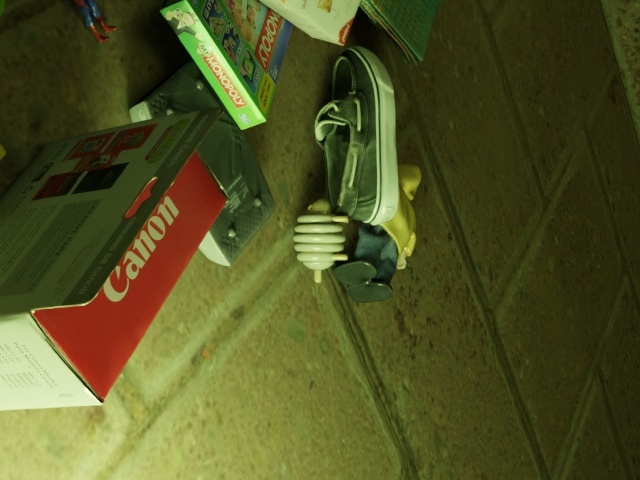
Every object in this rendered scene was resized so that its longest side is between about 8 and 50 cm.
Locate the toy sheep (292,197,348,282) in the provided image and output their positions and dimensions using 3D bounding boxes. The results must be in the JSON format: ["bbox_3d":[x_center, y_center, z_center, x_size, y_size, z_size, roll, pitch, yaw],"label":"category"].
[{"bbox_3d":[0.000,0.000,1.609,0.091,0.091,0.132,7,83,-57],"label":"toy sheep"}]

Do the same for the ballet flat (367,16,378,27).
[{"bbox_3d":[0.136,-0.425,1.960,0.168,0.057,0.052,-47,150,-49],"label":"ballet flat"}]

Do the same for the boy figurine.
[{"bbox_3d":[0.106,-0.038,1.782,0.177,0.092,0.285,50,43,-35],"label":"boy figurine"}]

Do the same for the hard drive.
[{"bbox_3d":[-0.160,-0.108,1.409,0.255,0.054,0.172,64,35,-24],"label":"hard drive"}]

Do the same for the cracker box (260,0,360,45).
[{"bbox_3d":[-0.012,-0.403,1.533,0.232,0.067,0.156,17,93,-62],"label":"cracker box"}]

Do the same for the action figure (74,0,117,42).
[{"bbox_3d":[-0.293,-0.300,1.269,0.115,0.030,0.038,54,46,-33],"label":"action figure"}]

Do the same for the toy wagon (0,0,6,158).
[{"bbox_3d":[-0.425,-0.213,1.002,0.267,0.068,0.344,-51,126,-50],"label":"toy wagon"}]

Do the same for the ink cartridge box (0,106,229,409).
[{"bbox_3d":[-0.233,0.016,1.060,0.130,0.271,0.309,60,39,-31],"label":"ink cartridge box"}]

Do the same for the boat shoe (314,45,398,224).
[{"bbox_3d":[0.051,-0.187,1.700,0.119,0.121,0.335,7,58,-26],"label":"boat shoe"}]

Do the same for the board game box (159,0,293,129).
[{"bbox_3d":[-0.120,-0.341,1.487,0.213,0.046,0.317,54,31,-36],"label":"board game box"}]

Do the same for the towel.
[{"bbox_3d":[0.091,-0.526,1.866,0.370,0.040,0.271,45,45,-27],"label":"towel"}]
